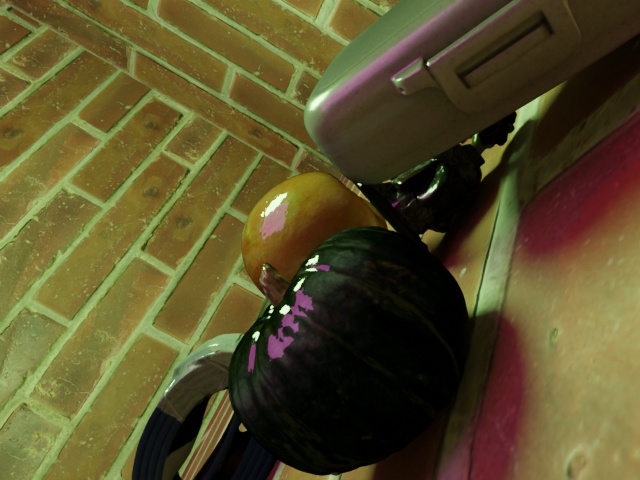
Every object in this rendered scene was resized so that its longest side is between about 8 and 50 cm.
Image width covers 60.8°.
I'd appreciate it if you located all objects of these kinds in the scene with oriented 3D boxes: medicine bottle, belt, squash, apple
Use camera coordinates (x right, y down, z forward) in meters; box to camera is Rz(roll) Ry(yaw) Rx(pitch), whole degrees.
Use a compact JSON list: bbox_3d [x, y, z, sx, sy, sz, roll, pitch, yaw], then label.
[{"bbox_3d":[0.160,-0.207,0.507,0.375,0.123,0.282,-29,21,28],"label":"medicine bottle"},{"bbox_3d":[-0.182,0.328,0.915,0.346,0.213,0.117,-64,3,5],"label":"belt"},{"bbox_3d":[0.020,0.090,0.467,0.218,0.173,0.218,-43,29,30],"label":"squash"},{"bbox_3d":[0.000,0.000,0.907,0.253,0.254,0.253,-59,5,8],"label":"apple"}]

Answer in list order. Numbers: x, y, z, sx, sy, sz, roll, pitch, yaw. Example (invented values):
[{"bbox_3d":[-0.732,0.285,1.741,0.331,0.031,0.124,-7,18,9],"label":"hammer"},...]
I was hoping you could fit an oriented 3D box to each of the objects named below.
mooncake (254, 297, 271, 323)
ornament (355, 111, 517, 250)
[{"bbox_3d":[-0.055,0.152,1.106,0.250,0.136,0.254,-58,10,44],"label":"mooncake"},{"bbox_3d":[0.143,-0.097,0.663,0.196,0.166,0.153,-40,29,6],"label":"ornament"}]
